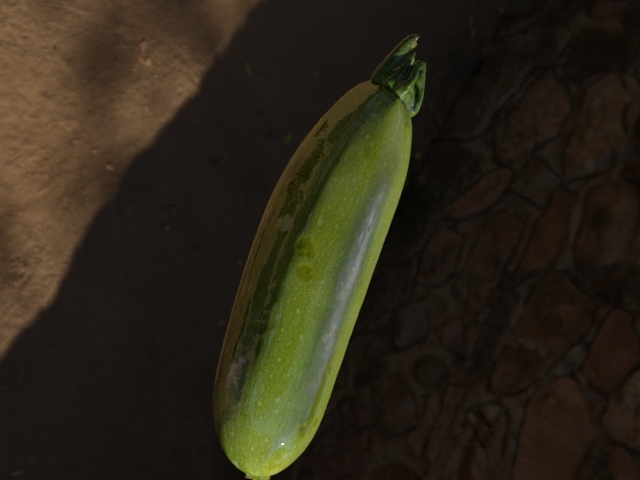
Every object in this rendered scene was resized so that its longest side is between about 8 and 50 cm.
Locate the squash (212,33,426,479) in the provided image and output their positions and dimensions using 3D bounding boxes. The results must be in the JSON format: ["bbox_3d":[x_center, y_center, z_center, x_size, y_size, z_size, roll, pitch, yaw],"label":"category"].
[{"bbox_3d":[0.000,0.000,0.550,0.094,0.094,0.341,29,80,-50],"label":"squash"}]
